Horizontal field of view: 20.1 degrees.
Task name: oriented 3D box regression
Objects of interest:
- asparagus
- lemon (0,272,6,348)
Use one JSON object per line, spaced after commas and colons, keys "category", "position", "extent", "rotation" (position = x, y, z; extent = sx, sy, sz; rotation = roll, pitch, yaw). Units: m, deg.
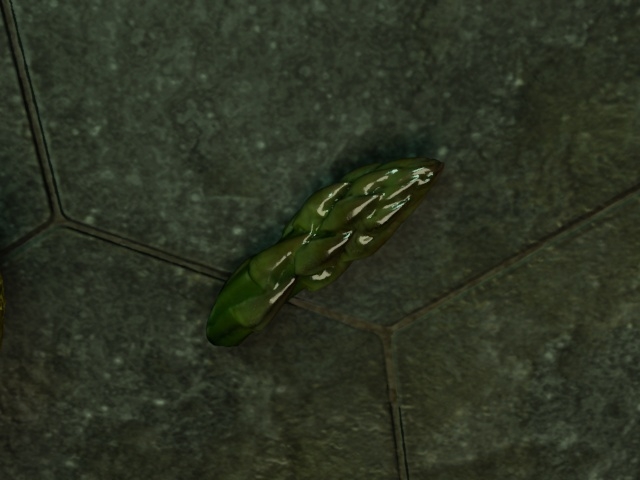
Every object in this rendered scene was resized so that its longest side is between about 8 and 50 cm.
{"category": "asparagus", "position": [0.000, 0.000, 1.632], "extent": [0.287, 0.080, 0.080], "rotation": [-35, 118, 30]}
{"category": "lemon", "position": [-0.408, 0.067, 1.569], "extent": [0.293, 0.293, 0.293], "rotation": [1, 126, 1]}
